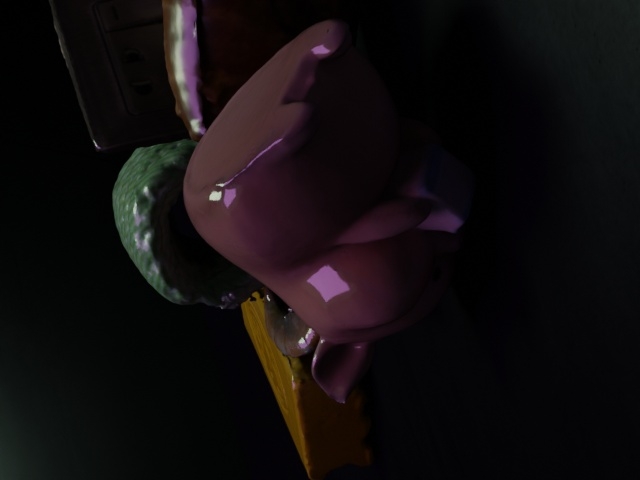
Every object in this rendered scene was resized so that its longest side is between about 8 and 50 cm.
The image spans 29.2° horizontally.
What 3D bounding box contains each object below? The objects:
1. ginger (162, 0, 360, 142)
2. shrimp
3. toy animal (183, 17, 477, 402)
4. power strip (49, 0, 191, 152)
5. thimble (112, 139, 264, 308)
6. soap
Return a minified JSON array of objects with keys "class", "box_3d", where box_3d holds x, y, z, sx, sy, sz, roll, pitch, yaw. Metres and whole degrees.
[{"class":"ginger","box_3d":[-0.065,-0.269,1.075,0.254,0.176,0.418,-136,40,-70]},{"class":"shrimp","box_3d":[-0.028,0.043,1.507,0.145,0.059,0.254,-56,34,26]},{"class":"toy animal","box_3d":[0.018,-0.033,0.964,0.256,0.213,0.195,42,-130,-28]},{"class":"power strip","box_3d":[-0.166,-0.204,1.434,0.092,0.257,0.251,105,150,-59]},{"class":"thimble","box_3d":[-0.137,-0.031,1.467,0.150,0.219,0.219,-143,39,-62]},{"class":"soap","box_3d":[-0.029,0.134,1.627,0.324,0.096,0.204,-119,17,-51]}]
